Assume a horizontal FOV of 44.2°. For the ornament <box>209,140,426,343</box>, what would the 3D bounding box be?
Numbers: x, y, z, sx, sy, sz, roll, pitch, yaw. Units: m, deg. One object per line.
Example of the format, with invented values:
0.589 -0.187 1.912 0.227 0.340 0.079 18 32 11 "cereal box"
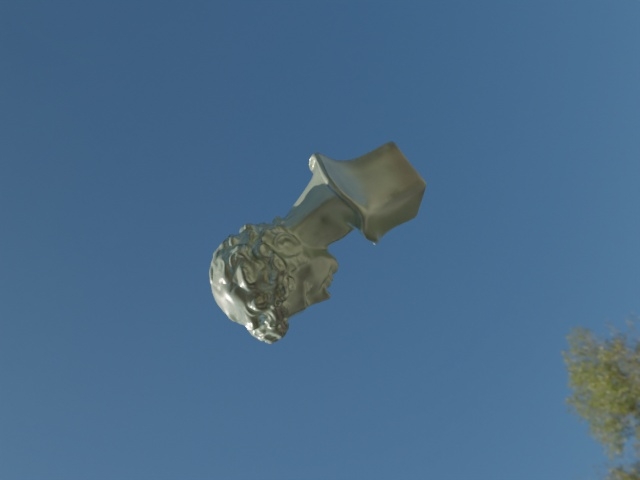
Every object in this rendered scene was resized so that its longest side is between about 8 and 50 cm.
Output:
-0.006 -0.014 0.911 0.285 0.130 0.120 -44 -27 -14 "ornament"
